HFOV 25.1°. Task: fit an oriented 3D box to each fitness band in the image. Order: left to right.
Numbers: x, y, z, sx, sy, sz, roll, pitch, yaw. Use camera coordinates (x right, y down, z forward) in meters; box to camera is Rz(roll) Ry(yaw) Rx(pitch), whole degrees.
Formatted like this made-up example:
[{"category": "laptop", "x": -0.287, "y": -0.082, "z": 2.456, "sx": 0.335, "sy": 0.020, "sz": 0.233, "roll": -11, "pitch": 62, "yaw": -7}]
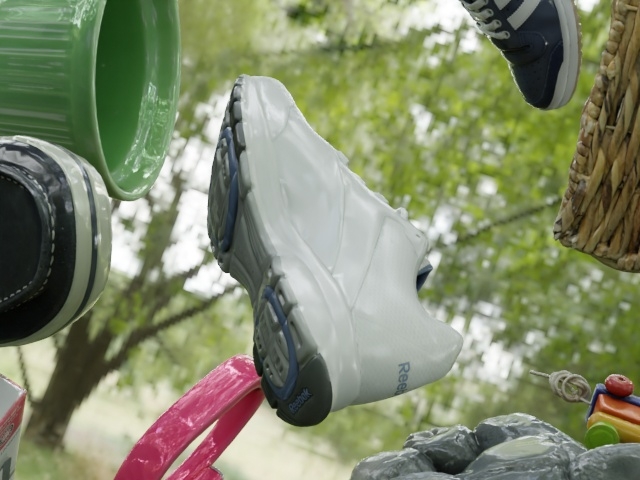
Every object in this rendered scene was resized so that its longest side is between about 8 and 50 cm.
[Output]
[{"category": "fitness band", "x": -0.149, "y": 0.245, "z": 1.633, "sx": 0.054, "sy": 0.209, "sz": 0.291, "roll": 34, "pitch": 39, "yaw": 14}]

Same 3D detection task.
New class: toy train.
[{"category": "toy train", "x": 0.394, "y": 0.255, "z": 2.007, "sx": 0.248, "sy": 0.105, "sz": 0.143, "roll": 20, "pitch": 21, "yaw": 14}]

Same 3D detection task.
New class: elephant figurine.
[{"category": "elephant figurine", "x": 0.115, "y": 0.235, "z": 0.857, "sx": 0.169, "sy": 0.240, "sz": 0.186, "roll": -13, "pitch": 6, "yaw": -4}]

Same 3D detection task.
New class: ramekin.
[{"category": "ramekin", "x": -0.280, "y": -0.202, "z": 1.696, "sx": 0.148, "sy": 0.304, "sz": 0.303, "roll": 5, "pitch": -12, "yaw": 12}]

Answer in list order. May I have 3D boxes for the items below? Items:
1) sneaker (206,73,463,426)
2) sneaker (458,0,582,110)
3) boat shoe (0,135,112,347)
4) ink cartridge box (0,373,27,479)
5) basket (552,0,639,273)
[{"category": "sneaker", "x": 0.000, "y": 0.000, "z": 0.986, "sx": 0.129, "sy": 0.297, "sz": 0.111, "roll": -3, "pitch": -40, "yaw": -20}, {"category": "sneaker", "x": 0.137, "y": -0.233, "z": 1.282, "sx": 0.153, "sy": 0.282, "sz": 0.099, "roll": -22, "pitch": 24, "yaw": -20}, {"category": "boat shoe", "x": -0.375, "y": 0.000, "z": 1.275, "sx": 0.500, "sy": 0.187, "sz": 0.156, "roll": 3, "pitch": 5, "yaw": 40}, {"category": "ink cartridge box", "x": -0.351, "y": 0.226, "z": 1.297, "sx": 0.092, "sy": 0.158, "sz": 0.218, "roll": 29, "pitch": -43, "yaw": 6}, {"category": "basket", "x": 0.328, "y": -0.119, "z": 1.127, "sx": 0.213, "sy": 0.299, "sz": 0.223, "roll": 16, "pitch": 13, "yaw": 14}]
